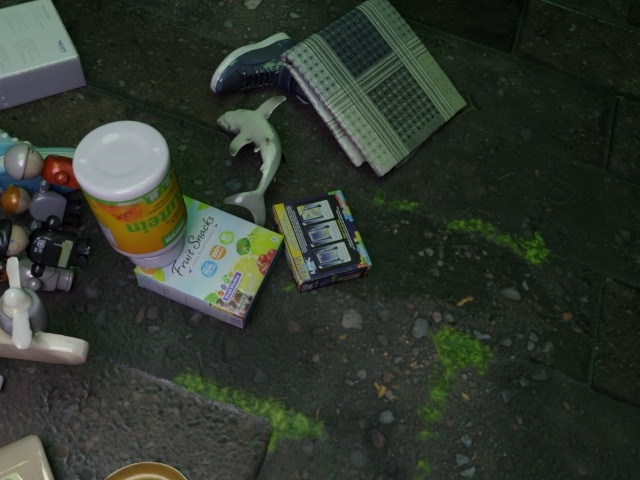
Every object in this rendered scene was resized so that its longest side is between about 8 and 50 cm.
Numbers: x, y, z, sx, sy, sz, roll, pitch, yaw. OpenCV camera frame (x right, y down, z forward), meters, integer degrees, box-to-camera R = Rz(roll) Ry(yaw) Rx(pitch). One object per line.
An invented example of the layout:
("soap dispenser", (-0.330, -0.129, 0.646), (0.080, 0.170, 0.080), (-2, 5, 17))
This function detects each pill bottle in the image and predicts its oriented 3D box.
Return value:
("pill bottle", (-0.282, -0.057, 1.026), (0.136, 0.246, 0.136), (0, 59, 0))

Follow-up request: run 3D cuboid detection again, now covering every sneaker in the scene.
("sneaker", (-0.102, -0.337, 1.378), (0.226, 0.086, 0.163), (-36, 70, -25))
("sneaker", (-0.581, -0.180, 1.194), (0.318, 0.127, 0.208), (-7, 64, -14))

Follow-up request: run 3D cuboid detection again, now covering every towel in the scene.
("towel", (0.119, -0.324, 1.384), (0.312, 0.056, 0.324), (-40, 94, -28))

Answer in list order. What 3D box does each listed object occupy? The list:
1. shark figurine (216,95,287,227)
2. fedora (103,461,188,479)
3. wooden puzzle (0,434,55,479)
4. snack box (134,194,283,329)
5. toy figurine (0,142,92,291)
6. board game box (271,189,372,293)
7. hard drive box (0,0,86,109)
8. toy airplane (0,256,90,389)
("shark figurine", (-0.102, -0.160, 1.278), (0.166, 0.116, 0.278), (-26, 54, 15))
("fedora", (-0.262, 0.411, 0.942), (0.194, 0.079, 0.194), (4, 60, -7))
("wooden puzzle", (-0.481, 0.472, 0.859), (0.322, 0.080, 0.348), (-24, 67, -14))
("snack box", (-0.193, 0.036, 1.166), (0.207, 0.070, 0.175), (21, 61, 5))
("toy figurine", (-0.459, -0.029, 1.071), (0.148, 0.209, 0.213), (12, 64, -29))
("board game box", (0.000, 0.000, 1.229), (0.141, 0.048, 0.170), (-14, 65, -14))
("hard drive box", (-0.615, -0.366, 1.312), (0.232, 0.089, 0.181), (-22, 67, -19))
("toy airplane", (-0.566, 0.105, 0.900), (0.386, 0.384, 0.273), (17, 78, -47))
